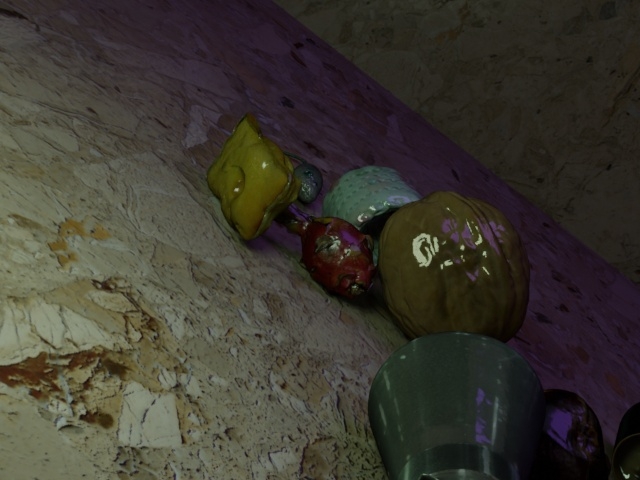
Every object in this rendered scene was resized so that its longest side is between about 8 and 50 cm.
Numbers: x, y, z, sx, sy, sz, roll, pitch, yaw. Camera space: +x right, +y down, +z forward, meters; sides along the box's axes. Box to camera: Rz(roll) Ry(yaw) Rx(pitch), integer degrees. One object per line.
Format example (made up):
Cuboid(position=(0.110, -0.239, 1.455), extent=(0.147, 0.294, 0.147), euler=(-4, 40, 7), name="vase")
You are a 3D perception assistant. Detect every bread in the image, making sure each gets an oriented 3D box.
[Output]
Cuboid(position=(-0.114, -0.106, 1.902), extent=(0.088, 0.160, 0.233), euler=(14, 29, -32), name="bread")

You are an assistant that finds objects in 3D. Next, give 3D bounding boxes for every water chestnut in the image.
Cuboid(position=(0.335, 0.338, 1.677), extent=(0.238, 0.223, 0.223), euler=(-4, 18, 9), name="water chestnut")

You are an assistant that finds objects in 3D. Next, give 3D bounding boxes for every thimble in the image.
Cuboid(position=(0.117, -0.048, 2.132), extent=(0.211, 0.185, 0.149), euler=(-12, 42, -16), name="thimble")

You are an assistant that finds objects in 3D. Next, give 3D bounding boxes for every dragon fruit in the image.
Cuboid(position=(0.000, 0.000, 1.940), extent=(0.246, 0.125, 0.125), euler=(36, 20, 0), name="dragon fruit")

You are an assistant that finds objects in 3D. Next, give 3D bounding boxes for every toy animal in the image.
Cuboid(position=(-0.042, -0.150, 2.297), extent=(0.079, 0.070, 0.253), euler=(46, 10, -30), name="toy animal")

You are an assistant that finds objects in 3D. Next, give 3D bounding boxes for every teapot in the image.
Cuboid(position=(0.190, 0.317, 1.440), extent=(0.344, 0.253, 0.300), euler=(-76, 145, -62), name="teapot")

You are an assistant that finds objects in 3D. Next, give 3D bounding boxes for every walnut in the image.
Cuboid(position=(0.249, 0.060, 1.984), extent=(0.252, 0.277, 0.313), euler=(17, 60, -84), name="walnut")

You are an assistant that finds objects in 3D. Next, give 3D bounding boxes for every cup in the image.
Cuboid(position=(0.693, 0.443, 2.125), extent=(0.239, 0.166, 0.177), euler=(41, 23, 12), name="cup")
